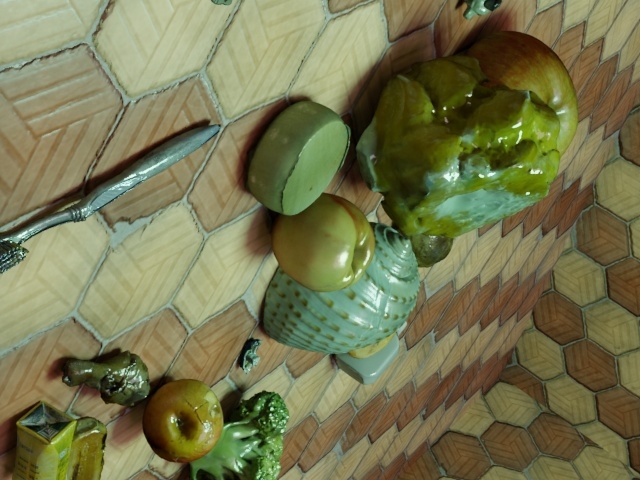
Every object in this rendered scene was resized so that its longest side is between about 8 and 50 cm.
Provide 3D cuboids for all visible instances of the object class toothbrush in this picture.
[{"bbox_3d":[-0.271,-0.062,1.266,0.413,0.042,0.035,-39,152,-38],"label":"toothbrush"}]

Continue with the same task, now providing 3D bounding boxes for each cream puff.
[{"bbox_3d":[0.238,-0.181,1.780,0.379,0.275,0.378,-11,157,-5],"label":"cream puff"}]

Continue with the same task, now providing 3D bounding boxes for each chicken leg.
[{"bbox_3d":[-0.326,0.205,1.508,0.085,0.069,0.198,-34,154,13],"label":"chicken leg"}]

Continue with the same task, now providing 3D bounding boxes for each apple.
[{"bbox_3d":[-0.239,0.314,1.711,0.146,0.146,0.146,-43,155,-26],"label":"apple"},{"bbox_3d":[0.393,-0.265,2.006,0.277,0.250,0.309,-56,155,5],"label":"apple"}]

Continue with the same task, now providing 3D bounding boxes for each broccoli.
[{"bbox_3d":[-0.155,0.423,1.977,0.254,0.186,0.302,-35,158,-20],"label":"broccoli"}]

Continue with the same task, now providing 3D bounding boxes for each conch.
[{"bbox_3d":[0.051,0.111,1.926,0.303,0.215,0.319,13,111,-55],"label":"conch"}]

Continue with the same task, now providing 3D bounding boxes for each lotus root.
[{"bbox_3d":[0.236,-0.026,2.195,0.138,0.138,0.214,-42,153,-28],"label":"lotus root"}]

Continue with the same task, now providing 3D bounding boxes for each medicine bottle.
[{"bbox_3d":[0.127,0.248,2.369,0.183,0.119,0.069,-48,154,-19],"label":"medicine bottle"}]

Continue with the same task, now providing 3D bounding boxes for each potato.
[{"bbox_3d":[0.118,0.196,2.293,0.178,0.109,0.118,-45,153,-12],"label":"potato"}]

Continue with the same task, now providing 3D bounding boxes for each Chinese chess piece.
[{"bbox_3d":[-0.036,-0.131,1.577,0.188,0.083,0.188,-47,157,-26],"label":"Chinese chess piece"}]

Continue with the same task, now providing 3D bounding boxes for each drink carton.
[{"bbox_3d":[-0.417,0.337,1.478,0.074,0.084,0.199,-47,158,-54],"label":"drink carton"}]

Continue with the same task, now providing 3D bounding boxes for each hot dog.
[{"bbox_3d":[-0.401,0.383,1.598,0.083,0.068,0.288,-6,136,-32],"label":"hot dog"}]

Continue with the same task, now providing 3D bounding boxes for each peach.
[{"bbox_3d":[0.000,0.000,1.709,0.184,0.184,0.184,-43,155,-26],"label":"peach"}]

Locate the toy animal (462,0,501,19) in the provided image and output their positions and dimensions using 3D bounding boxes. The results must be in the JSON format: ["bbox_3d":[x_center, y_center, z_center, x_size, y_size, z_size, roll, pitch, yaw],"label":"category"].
[{"bbox_3d":[0.304,-0.484,1.742,0.121,0.094,0.225,-44,156,-46],"label":"toy animal"}]

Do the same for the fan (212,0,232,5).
[{"bbox_3d":[-0.124,-0.321,1.231,0.083,0.004,0.056,-2,124,-62],"label":"fan"}]

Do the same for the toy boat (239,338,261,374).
[{"bbox_3d":[-0.135,0.228,1.937,0.038,0.038,0.083,-22,140,-52],"label":"toy boat"}]
